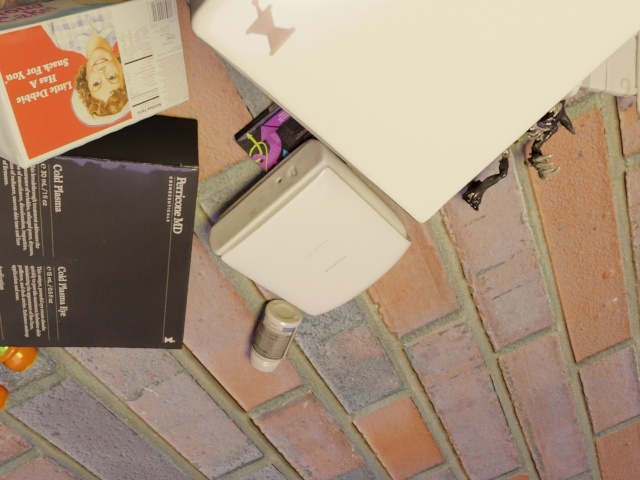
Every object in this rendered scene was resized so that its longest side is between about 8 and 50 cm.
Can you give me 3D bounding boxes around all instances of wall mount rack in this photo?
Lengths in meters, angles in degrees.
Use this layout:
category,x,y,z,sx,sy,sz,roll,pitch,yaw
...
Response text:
category,x,y,z,sx,sy,sz,roll,pitch,yaw
wall mount rack,0.457,-0.355,0.889,0.349,0.130,0.304,3,88,-17

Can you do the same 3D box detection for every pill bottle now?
category,x,y,z,sx,sy,sz,roll,pitch,yaw
pill bottle,-0.094,0.193,1.147,0.078,0.078,0.137,12,120,-21

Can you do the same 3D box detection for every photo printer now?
category,x,y,z,sx,sy,sz,roll,pitch,yaw
photo printer,0.000,0.000,1.000,0.256,0.107,0.307,-39,134,14

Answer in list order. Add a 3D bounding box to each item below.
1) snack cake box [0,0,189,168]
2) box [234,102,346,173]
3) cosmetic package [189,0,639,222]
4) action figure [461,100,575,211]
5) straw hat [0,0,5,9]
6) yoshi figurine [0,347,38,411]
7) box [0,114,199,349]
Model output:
category,x,y,z,sx,sy,sz,roll,pitch,yaw
snack cake box,-0.297,-0.217,0.718,0.264,0.089,0.152,-39,141,-43
box,-0.047,-0.151,0.954,0.116,0.029,0.162,-37,126,13
cosmetic package,0.072,-0.306,0.654,0.329,0.394,0.327,-43,123,17
action figure,0.336,-0.170,0.970,0.164,0.141,0.276,37,111,-19
straw hat,-0.476,-0.321,0.713,0.144,0.061,0.145,-7,125,-10
yoshi figurine,-0.648,0.144,0.892,0.203,0.204,0.362,-28,142,4
box,-0.357,-0.015,0.879,0.312,0.179,0.343,5,122,-15
